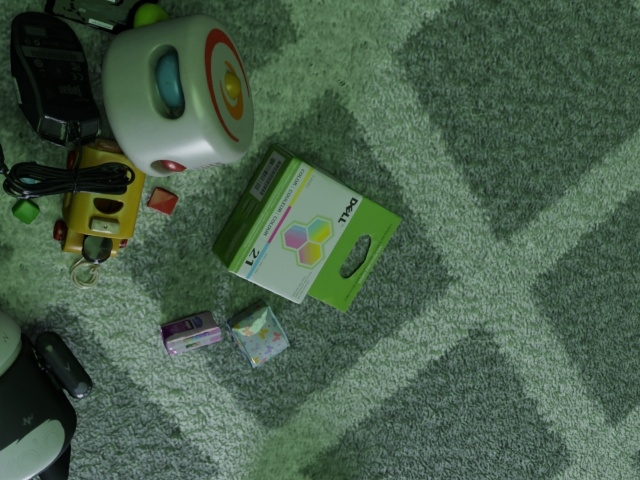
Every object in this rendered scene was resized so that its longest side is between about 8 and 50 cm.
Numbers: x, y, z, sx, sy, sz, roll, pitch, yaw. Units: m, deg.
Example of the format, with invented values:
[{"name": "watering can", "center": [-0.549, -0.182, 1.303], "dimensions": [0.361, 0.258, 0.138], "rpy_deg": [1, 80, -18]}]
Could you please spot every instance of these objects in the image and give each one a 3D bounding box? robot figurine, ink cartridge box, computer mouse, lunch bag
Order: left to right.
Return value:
[{"name": "robot figurine", "center": [-0.435, 0.217, 1.215], "dimensions": [0.209, 0.173, 0.278], "rpy_deg": [-44, 123, -34]}, {"name": "computer mouse", "center": [-0.349, -0.156, 1.099], "dimensions": [0.184, 0.060, 0.262], "rpy_deg": [-12, 73, -46]}, {"name": "lunch bag", "center": [-0.095, 0.144, 1.394], "dimensions": [0.071, 0.053, 0.083], "rpy_deg": [-33, 108, -11]}, {"name": "ink cartridge box", "center": [0.000, 0.000, 1.356], "dimensions": [0.255, 0.097, 0.189], "rpy_deg": [27, 97, -27]}]

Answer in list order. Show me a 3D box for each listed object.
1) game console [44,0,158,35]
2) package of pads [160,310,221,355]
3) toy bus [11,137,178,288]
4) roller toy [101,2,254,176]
[{"name": "game console", "center": [-0.350, -0.395, 1.099], "dimensions": [0.361, 0.044, 0.213], "rpy_deg": [14, 101, -27]}, {"name": "package of pads", "center": [-0.193, 0.137, 1.351], "dimensions": [0.083, 0.050, 0.032], "rpy_deg": [-16, 119, -17]}, {"name": "toy bus", "center": [-0.293, -0.039, 1.215], "dimensions": [0.191, 0.104, 0.202], "rpy_deg": [-36, 118, -7]}, {"name": "roller toy", "center": [-0.168, -0.180, 1.148], "dimensions": [0.146, 0.191, 0.209], "rpy_deg": [-9, 132, 16]}]
